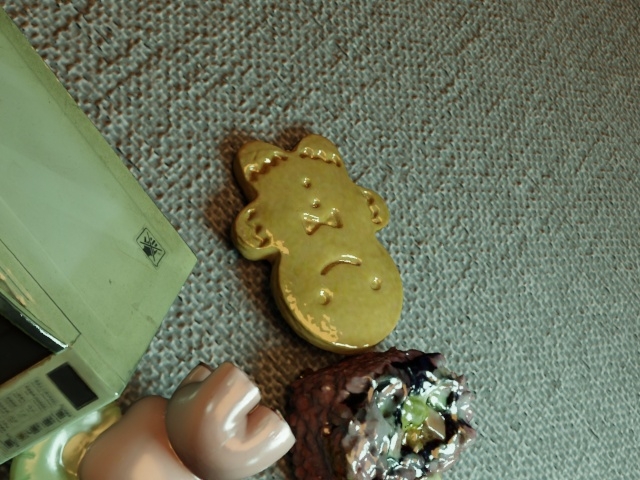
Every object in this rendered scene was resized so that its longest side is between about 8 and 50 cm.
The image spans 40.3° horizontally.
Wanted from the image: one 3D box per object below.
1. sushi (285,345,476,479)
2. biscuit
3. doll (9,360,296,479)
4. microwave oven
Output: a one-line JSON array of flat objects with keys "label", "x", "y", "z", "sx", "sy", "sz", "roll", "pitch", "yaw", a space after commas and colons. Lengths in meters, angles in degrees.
[{"label": "sushi", "x": 0.098, "y": 0.271, "z": 1.244, "sx": 0.270, "sy": 0.171, "sz": 0.236, "roll": -11, "pitch": 81, "yaw": -38}, {"label": "biscuit", "x": 0.001, "y": -0.001, "z": 1.305, "sx": 0.275, "sy": 0.052, "sz": 0.355, "roll": -8, "pitch": 68, "yaw": -32}, {"label": "doll", "x": -0.191, "y": 0.275, "z": 1.020, "sx": 0.268, "sy": 0.216, "sz": 0.284, "roll": -43, "pitch": 98, "yaw": -26}, {"label": "microwave oven", "x": -0.373, "y": -0.007, "z": 0.912, "sx": 0.394, "sy": 0.247, "sz": 0.333, "roll": 55, "pitch": 22, "yaw": -18}]
